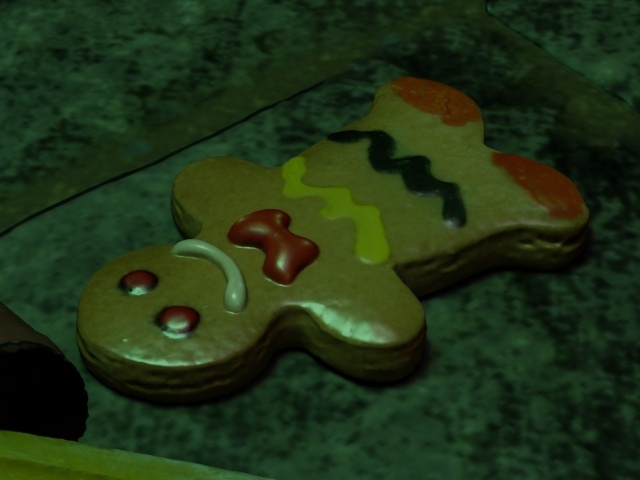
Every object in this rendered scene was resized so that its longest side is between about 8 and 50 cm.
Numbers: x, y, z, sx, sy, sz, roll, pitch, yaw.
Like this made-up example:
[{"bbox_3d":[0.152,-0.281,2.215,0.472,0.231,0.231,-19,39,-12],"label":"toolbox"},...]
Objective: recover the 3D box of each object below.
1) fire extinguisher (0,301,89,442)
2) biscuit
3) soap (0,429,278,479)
[{"bbox_3d":[-0.255,0.020,0.805,0.337,0.106,0.147,34,75,34],"label":"fire extinguisher"},{"bbox_3d":[0.000,-0.001,0.875,0.250,0.036,0.165,-25,46,-27],"label":"biscuit"},{"bbox_3d":[-0.111,0.122,0.629,0.232,0.073,0.140,13,26,-20],"label":"soap"}]
